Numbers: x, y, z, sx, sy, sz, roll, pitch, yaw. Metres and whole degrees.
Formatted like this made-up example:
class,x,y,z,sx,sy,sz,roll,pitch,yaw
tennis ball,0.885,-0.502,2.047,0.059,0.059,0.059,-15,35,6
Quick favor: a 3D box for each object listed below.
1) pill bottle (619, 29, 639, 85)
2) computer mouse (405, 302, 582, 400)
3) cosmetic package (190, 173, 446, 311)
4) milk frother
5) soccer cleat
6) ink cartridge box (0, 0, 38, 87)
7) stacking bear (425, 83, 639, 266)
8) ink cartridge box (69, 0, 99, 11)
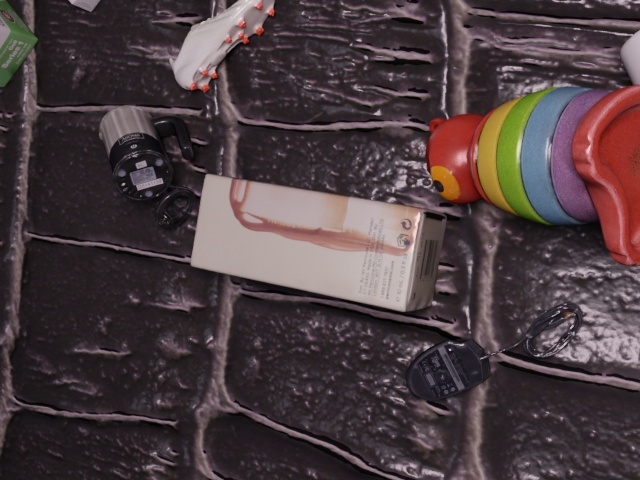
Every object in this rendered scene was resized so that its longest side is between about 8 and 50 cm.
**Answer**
class,x,y,z,sx,sy,sz,roll,pitch,yaw
pill bottle,0.436,-0.138,0.838,0.131,0.131,0.229,-24,83,20
computer mouse,0.221,0.140,0.983,0.242,0.041,0.071,-24,91,13
cosmetic package,0.000,0.000,1.003,0.296,0.153,0.129,10,93,20
milk frother,-0.255,-0.106,1.136,0.135,0.129,0.143,-119,33,-46
soccer cleat,-0.146,-0.300,1.102,0.196,0.068,0.076,-43,73,20
ink cartridge box,-0.612,-0.361,1.169,0.117,0.278,0.201,-45,76,17
stacking bear,0.239,-0.092,0.874,0.289,0.164,0.175,9,138,52
ink cartridge box,-0.361,-0.436,1.190,0.122,0.052,0.088,-47,75,14
